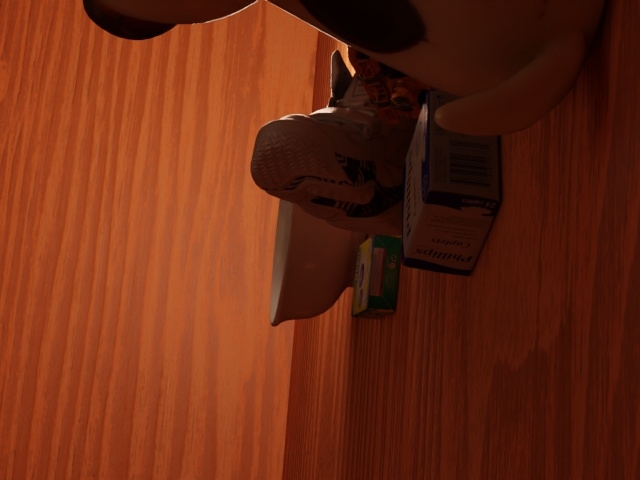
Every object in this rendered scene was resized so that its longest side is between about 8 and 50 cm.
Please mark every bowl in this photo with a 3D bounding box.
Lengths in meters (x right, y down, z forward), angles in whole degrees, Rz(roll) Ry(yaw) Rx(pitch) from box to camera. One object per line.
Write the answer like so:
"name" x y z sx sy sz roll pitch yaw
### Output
"bowl" 0.000 0.000 2.371 0.298 0.134 0.298 -173 90 -85

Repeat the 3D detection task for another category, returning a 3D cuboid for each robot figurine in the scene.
"robot figurine" 0.093 -0.257 1.641 0.211 0.085 0.291 57 -147 -47

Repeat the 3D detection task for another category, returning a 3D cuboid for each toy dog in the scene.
"toy dog" 0.003 -0.248 1.145 0.284 0.407 0.395 108 168 -67

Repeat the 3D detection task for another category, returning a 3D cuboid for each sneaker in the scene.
"sneaker" 0.030 -0.138 1.725 0.366 0.137 0.210 30 -113 -66

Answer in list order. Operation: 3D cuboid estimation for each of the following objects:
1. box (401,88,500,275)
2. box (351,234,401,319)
"box" 0.125 -0.055 1.428 0.137 0.072 0.126 103 172 -55
"box" 0.074 0.052 2.014 0.179 0.043 0.105 121 156 -81
